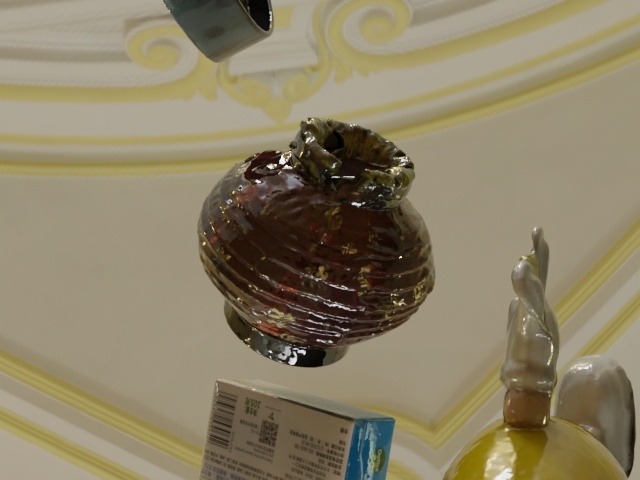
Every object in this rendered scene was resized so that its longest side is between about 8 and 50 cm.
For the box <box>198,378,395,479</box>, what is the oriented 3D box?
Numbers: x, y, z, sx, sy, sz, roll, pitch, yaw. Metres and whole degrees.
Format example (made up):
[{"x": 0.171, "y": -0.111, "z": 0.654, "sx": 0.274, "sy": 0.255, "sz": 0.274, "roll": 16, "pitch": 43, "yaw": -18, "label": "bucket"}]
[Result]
[{"x": -0.030, "y": 0.226, "z": 0.882, "sx": 0.194, "sy": 0.073, "sz": 0.139, "roll": 8, "pitch": -93, "yaw": 41, "label": "box"}]

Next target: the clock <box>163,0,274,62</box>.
[{"x": -0.162, "y": -0.407, "z": 1.046, "sx": 0.077, "sy": 0.386, "sz": 0.386, "roll": -20, "pitch": -116, "yaw": 10, "label": "clock"}]

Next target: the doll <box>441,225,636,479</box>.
[{"x": 0.166, "y": 0.202, "z": 0.627, "sx": 0.161, "sy": 0.423, "sz": 0.348, "roll": -1, "pitch": -118, "yaw": 23, "label": "doll"}]

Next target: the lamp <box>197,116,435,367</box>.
[{"x": 0.000, "y": 0.000, "z": 0.854, "sx": 0.247, "sy": 0.247, "sz": 0.246, "roll": -1, "pitch": -116, "yaw": 1, "label": "lamp"}]
